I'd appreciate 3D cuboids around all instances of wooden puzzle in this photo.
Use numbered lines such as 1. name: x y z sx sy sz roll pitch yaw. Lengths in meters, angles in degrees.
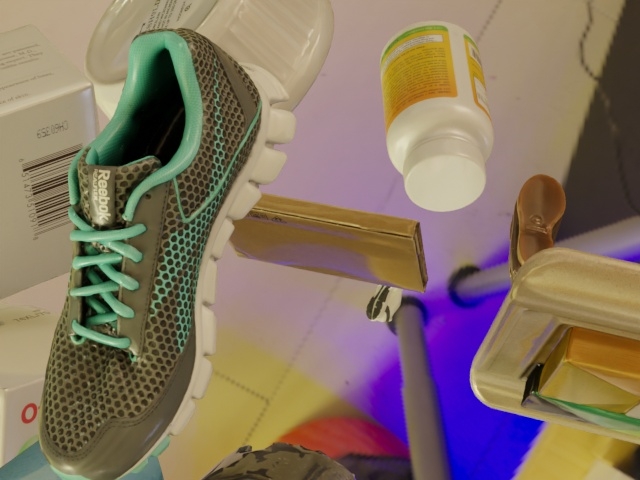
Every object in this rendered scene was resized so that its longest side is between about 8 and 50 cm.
1. wooden puzzle: 0.199 0.083 0.701 0.220 0.239 0.044 13 70 5

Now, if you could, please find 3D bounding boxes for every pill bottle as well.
1. pill bottle: 0.150 -0.158 1.635 0.136 0.246 0.136 -1 137 -1

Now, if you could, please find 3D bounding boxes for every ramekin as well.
1. ramekin: -0.128 -0.206 1.334 0.273 0.273 0.127 -46 127 0

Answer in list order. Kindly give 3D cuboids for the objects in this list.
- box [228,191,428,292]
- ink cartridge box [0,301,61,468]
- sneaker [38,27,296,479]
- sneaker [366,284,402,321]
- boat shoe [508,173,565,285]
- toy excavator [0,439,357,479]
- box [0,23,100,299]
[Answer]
1. box: 0.000 0.000 1.216 0.201 0.164 0.021 10 72 12
2. ink cartridge box: -0.287 0.212 1.110 0.197 0.198 0.270 11 103 28
3. sneaker: -0.067 0.000 0.439 0.065 0.076 0.167 9 73 25
4. sneaker: 0.110 0.077 1.969 0.043 0.040 0.109 20 101 -41
5. boat shoe: 0.309 -0.009 1.853 0.073 0.207 0.073 19 137 3
6. toy excavator: -0.206 0.188 0.598 0.445 0.222 0.433 -7 102 21
7. box: -0.282 -0.056 1.056 0.181 0.119 0.181 -23 134 -26
